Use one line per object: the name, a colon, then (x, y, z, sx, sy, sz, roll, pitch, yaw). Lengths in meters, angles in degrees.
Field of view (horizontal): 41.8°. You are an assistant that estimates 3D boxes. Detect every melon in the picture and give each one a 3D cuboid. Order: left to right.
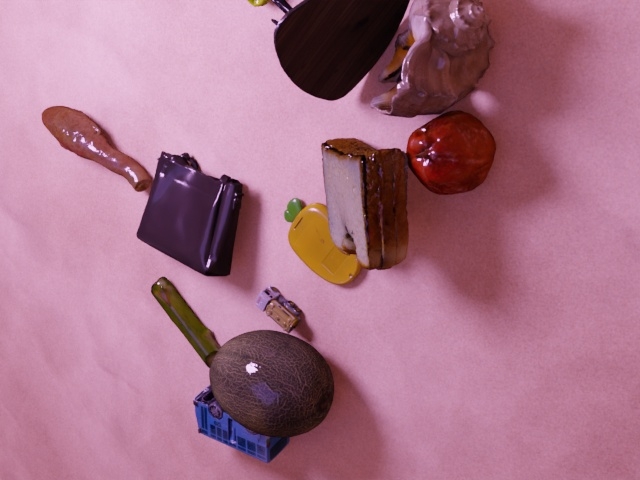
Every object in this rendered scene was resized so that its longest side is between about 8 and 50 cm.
melon: (-0.118, 0.327, 1.940, 0.302, 0.237, 0.237, 14, 110, 29)

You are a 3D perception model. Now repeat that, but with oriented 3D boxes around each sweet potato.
sweet potato: (-0.598, -0.255, 2.193, 0.385, 0.109, 0.109, 34, 119, 21)

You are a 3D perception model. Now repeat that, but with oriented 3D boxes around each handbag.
handbag: (-0.311, -0.067, 2.044, 0.285, 0.113, 0.257, 26, 110, 34)

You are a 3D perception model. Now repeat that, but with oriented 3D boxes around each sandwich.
sandwich: (0.088, -0.074, 1.704, 0.273, 0.095, 0.249, -147, 52, -69)

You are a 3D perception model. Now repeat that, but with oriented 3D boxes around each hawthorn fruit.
hawthorn fruit: (0.252, -0.166, 1.609, 0.173, 0.179, 0.173, 0, 88, 5)

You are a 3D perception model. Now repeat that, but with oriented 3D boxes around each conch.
conch: (0.210, -0.328, 1.570, 0.186, 0.263, 0.324, 34, 153, 4)

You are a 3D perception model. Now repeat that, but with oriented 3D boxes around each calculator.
calculator: (0.000, 0.000, 1.902, 0.235, 0.032, 0.146, 45, 122, 14)

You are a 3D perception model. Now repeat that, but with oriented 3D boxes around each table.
table: (-0.030, -0.483, 1.663, 0.249, 0.317, 0.317, 53, 125, 27)

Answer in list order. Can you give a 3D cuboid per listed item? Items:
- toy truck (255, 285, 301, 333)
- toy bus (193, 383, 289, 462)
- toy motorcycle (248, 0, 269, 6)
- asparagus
toy truck: (-0.100, 0.165, 1.993, 0.123, 0.063, 0.052, 40, 121, 19)
toy bus: (-0.198, 0.451, 2.097, 0.234, 0.116, 0.133, 16, 120, 28)
toy motorcycle: (-0.137, -0.665, 1.746, 0.200, 0.191, 0.326, 51, 142, 23)
asparagus: (-0.345, 0.212, 2.171, 0.277, 0.060, 0.067, 49, 113, 13)
